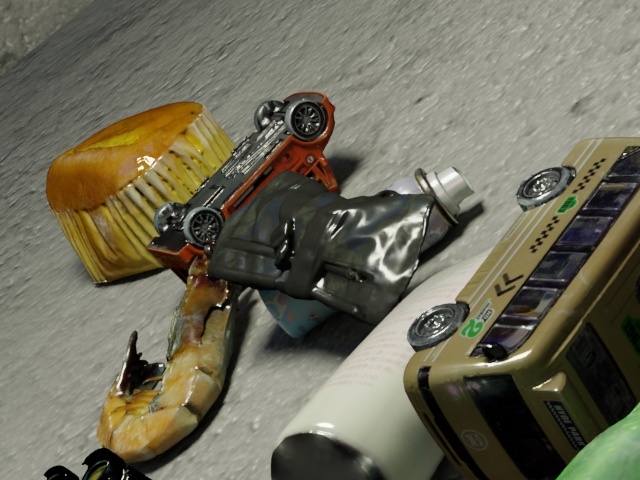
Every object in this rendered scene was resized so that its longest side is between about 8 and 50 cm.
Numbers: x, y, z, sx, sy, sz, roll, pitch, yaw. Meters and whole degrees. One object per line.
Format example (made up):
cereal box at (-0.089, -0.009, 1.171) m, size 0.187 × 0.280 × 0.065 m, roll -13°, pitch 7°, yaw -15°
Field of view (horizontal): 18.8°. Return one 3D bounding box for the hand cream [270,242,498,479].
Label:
hand cream at (0.088, 0.102, 1.610) m, size 0.185 × 0.118 × 0.358 m, roll -30°, pitch 13°, yaw 46°

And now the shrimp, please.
shrimp at (-0.155, 0.127, 2.006) m, size 0.178 × 0.075 × 0.289 m, roll -28°, pitch 36°, yaw 32°

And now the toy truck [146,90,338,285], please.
toy truck at (-0.071, -0.052, 2.155) m, size 0.252 × 0.114 × 0.107 m, roll -47°, pitch 21°, yaw -15°

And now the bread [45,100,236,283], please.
bread at (-0.226, -0.070, 2.392) m, size 0.204 × 0.156 × 0.288 m, roll -48°, pitch 21°, yaw -28°

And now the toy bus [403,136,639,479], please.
toy bus at (0.199, 0.053, 1.465) m, size 0.157 × 0.139 × 0.289 m, roll -4°, pitch 37°, yaw 49°

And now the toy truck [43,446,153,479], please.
toy truck at (-0.230, 0.289, 1.717) m, size 0.257 × 0.127 × 0.127 m, roll -22°, pitch 41°, yaw 38°

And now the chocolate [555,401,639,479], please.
chocolate at (0.186, 0.190, 1.263) m, size 0.291 × 0.110 × 0.110 m, roll -47°, pitch 22°, yaw -27°

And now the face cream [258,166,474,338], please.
face cream at (0.048, 0.004, 1.896) m, size 0.229 × 0.075 × 0.075 m, roll -36°, pitch 21°, yaw 10°

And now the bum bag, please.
bum bag at (0.000, 0.000, 1.823) m, size 0.310 × 0.074 × 0.137 m, roll 14°, pitch 65°, yaw 50°
